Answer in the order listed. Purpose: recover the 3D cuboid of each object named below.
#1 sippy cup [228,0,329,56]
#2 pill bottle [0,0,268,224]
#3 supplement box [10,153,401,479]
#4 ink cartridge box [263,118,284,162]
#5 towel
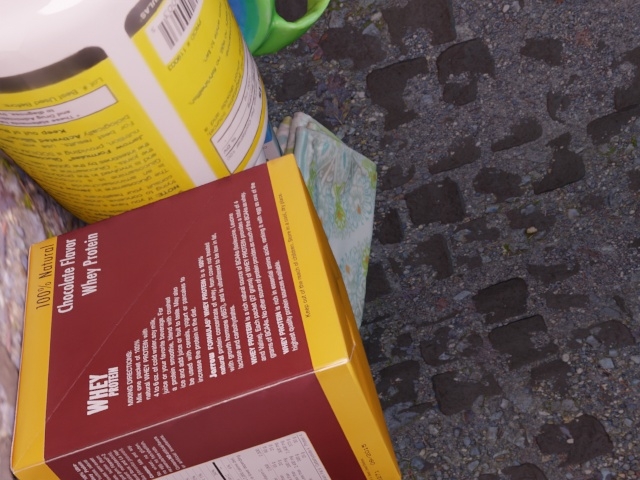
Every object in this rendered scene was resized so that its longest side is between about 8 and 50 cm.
[{"bbox_3d":[-0.139,-0.292,0.753,0.305,0.240,0.224,43,50,-55],"label":"sippy cup"},{"bbox_3d":[-0.144,-0.118,0.631,0.334,0.188,0.188,66,6,-65],"label":"pill bottle"},{"bbox_3d":[-0.075,0.075,0.584,0.191,0.194,0.129,-106,175,-48],"label":"supplement box"},{"bbox_3d":[-0.128,-0.119,1.344,0.190,0.139,0.082,67,4,-50],"label":"ink cartridge box"},{"bbox_3d":[0.000,0.000,1.568,0.320,0.090,0.374,24,71,-60],"label":"towel"}]
